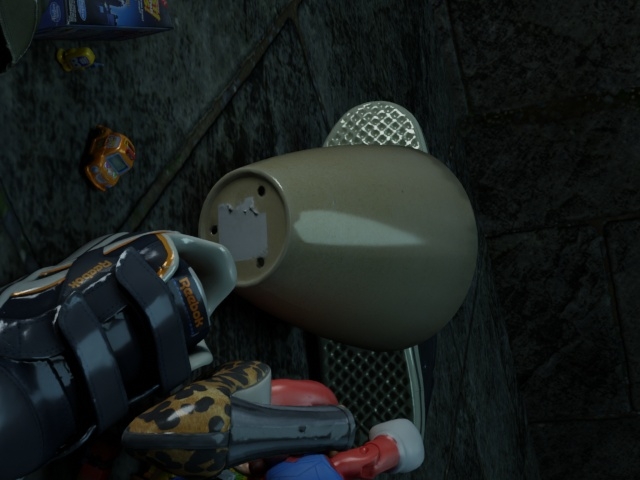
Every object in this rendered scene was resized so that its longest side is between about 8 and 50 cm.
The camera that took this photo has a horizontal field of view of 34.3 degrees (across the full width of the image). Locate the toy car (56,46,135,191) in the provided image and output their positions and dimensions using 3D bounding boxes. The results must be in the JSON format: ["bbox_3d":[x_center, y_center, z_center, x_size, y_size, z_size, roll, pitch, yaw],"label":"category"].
[{"bbox_3d":[-0.194,-0.105,0.899,0.060,0.041,0.122,-73,149,-51],"label":"toy car"}]

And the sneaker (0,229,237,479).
[{"bbox_3d":[-0.165,0.070,0.791,0.321,0.127,0.126,-57,138,-60],"label":"sneaker"}]

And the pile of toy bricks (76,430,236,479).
[{"bbox_3d":[-0.145,0.228,0.855,0.212,0.118,0.105,68,46,-80],"label":"pile of toy bricks"}]

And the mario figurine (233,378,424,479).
[{"bbox_3d":[0.002,0.262,0.980,0.320,0.198,0.170,-110,-144,-62],"label":"mario figurine"}]

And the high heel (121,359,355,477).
[{"bbox_3d":[-0.119,0.146,0.866,0.186,0.261,0.093,5,84,-35],"label":"high heel"}]

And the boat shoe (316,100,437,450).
[{"bbox_3d":[0.077,0.061,1.430,0.156,0.187,0.500,6,82,-76],"label":"boat shoe"}]

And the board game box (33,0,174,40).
[{"bbox_3d":[-0.201,-0.252,0.909,0.194,0.060,0.194,12,71,-71],"label":"board game box"}]

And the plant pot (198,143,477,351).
[{"bbox_3d":[0.000,0.000,1.171,0.274,0.256,0.256,7,76,-54],"label":"plant pot"}]

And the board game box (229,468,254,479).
[{"bbox_3d":[-0.063,0.274,1.131,0.092,0.043,0.181,48,38,-59],"label":"board game box"}]

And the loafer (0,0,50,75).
[{"bbox_3d":[-0.249,-0.182,0.674,0.251,0.094,0.087,46,45,-70],"label":"loafer"}]
